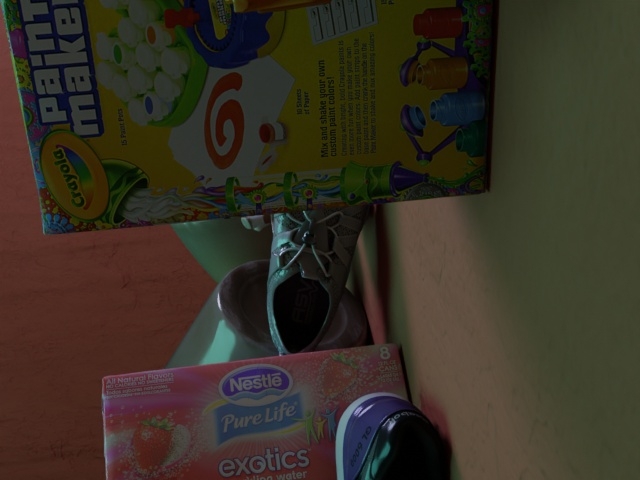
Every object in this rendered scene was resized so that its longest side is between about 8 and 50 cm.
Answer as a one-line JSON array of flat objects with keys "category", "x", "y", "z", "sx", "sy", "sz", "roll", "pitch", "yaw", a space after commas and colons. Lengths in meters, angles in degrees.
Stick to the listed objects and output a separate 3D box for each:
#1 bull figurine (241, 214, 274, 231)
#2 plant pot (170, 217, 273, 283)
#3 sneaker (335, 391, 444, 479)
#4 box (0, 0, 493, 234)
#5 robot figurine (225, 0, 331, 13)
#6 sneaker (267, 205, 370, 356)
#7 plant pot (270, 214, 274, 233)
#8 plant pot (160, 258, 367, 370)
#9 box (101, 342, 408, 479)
[{"category": "bull figurine", "x": -0.100, "y": -0.168, "z": 1.290, "sx": 0.310, "sy": 0.188, "sz": 0.101, "roll": 60, "pitch": 156, "yaw": -15}, {"category": "plant pot", "x": -0.103, "y": -0.001, "z": 1.557, "sx": 0.256, "sy": 0.256, "sz": 0.274, "roll": -106, "pitch": -5, "yaw": -58}, {"category": "sneaker", "x": 0.065, "y": 0.281, "z": 0.781, "sx": 0.124, "sy": 0.107, "sz": 0.284, "roll": 177, "pitch": 88, "yaw": -78}, {"category": "box", "x": -0.049, "y": -0.180, "z": 0.570, "sx": 0.177, "sy": 0.279, "sz": 0.290, "roll": -109, "pitch": 15, "yaw": -63}, {"category": "robot figurine", "x": 0.013, "y": -0.252, "z": 0.384, "sx": 0.085, "sy": 0.210, "sz": 0.291, "roll": -41, "pitch": -54, "yaw": -70}, {"category": "sneaker", "x": 0.000, "y": 0.000, "z": 0.946, "sx": 0.115, "sy": 0.105, "sz": 0.282, "roll": -85, "pitch": 0, "yaw": -69}, {"category": "plant pot", "x": -0.014, "y": -0.031, "z": 1.206, "sx": 0.109, "sy": 0.096, "sz": 0.109, "roll": 92, "pitch": 169, "yaw": -47}, {"category": "plant pot", "x": -0.070, "y": 0.190, "z": 1.167, "sx": 0.323, "sy": 0.323, "sz": 0.281, "roll": -104, "pitch": 26, "yaw": -52}, {"category": "box", "x": -0.062, "y": 0.210, "z": 0.931, "sx": 0.154, "sy": 0.299, "sz": 0.142, "roll": 95, "pitch": 167, "yaw": -62}]
